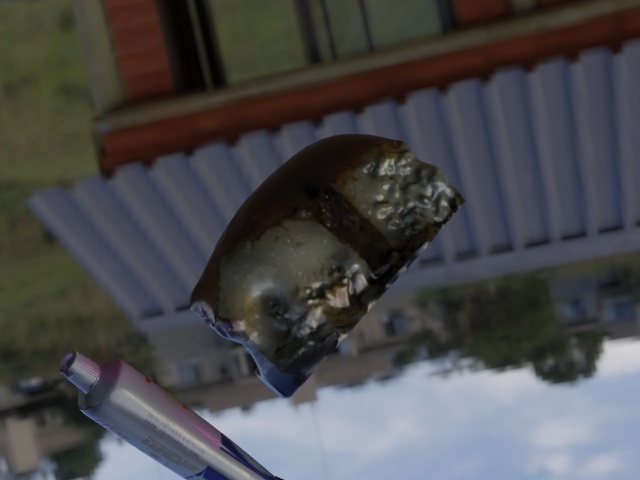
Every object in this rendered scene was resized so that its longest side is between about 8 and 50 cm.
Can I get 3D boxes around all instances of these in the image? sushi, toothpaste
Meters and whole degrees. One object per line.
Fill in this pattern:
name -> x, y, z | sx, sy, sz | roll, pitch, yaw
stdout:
sushi -> 0.000, 0.000, 0.475 | 0.083, 0.046, 0.044 | -47, 179, -33
toothpaste -> -0.051, 0.098, 0.782 | 0.045, 0.170, 0.028 | -6, -129, 51
